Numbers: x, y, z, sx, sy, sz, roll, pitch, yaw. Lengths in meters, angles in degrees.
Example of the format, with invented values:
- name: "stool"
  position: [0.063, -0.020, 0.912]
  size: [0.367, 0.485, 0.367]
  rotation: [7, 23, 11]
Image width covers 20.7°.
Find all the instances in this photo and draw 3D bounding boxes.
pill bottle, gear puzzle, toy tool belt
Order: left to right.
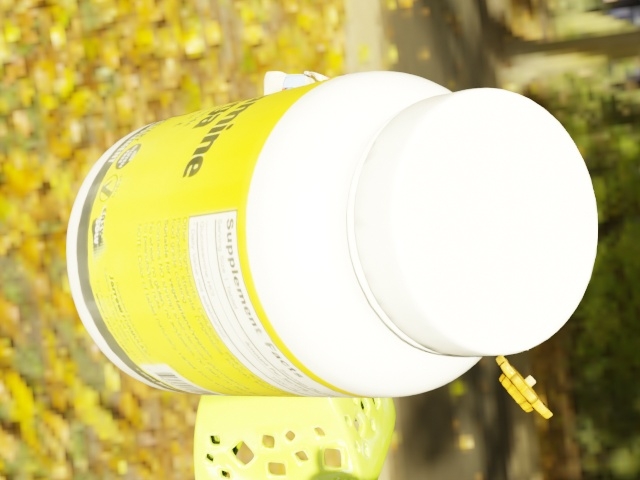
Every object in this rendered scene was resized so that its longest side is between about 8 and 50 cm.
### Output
- name: "toy tool belt"
  position: [-0.025, -0.142, 1.791]
  size: [0.052, 0.083, 0.051]
  rotation: [30, 69, -54]
- name: "pill bottle"
  position: [0.000, 0.000, 1.049]
  size: [0.188, 0.334, 0.187]
  rotation: [3, 84, -35]
- name: "gear puzzle"
  position: [0.138, 0.076, 1.969]
  size: [0.339, 0.044, 0.175]
  rotation: [48, 4, 10]

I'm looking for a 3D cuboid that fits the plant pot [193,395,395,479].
- name: "plant pot"
  position: [-0.043, 0.198, 2.231]
  size: [0.228, 0.227, 0.207]
  rotation: [-64, 145, -63]
